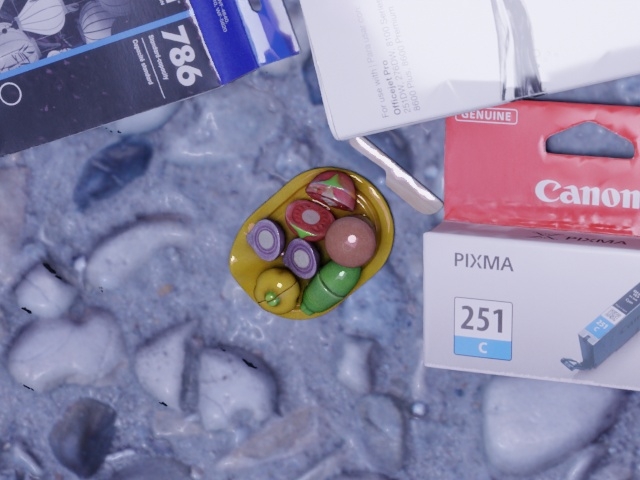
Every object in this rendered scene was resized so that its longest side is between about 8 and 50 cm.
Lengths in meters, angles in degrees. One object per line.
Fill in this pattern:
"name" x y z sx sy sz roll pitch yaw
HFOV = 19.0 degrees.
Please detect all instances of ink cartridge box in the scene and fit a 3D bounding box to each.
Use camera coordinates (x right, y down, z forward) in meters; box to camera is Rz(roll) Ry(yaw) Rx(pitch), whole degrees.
"ink cartridge box" 0.202 -0.230 1.653 0.395 0.285 0.166 -12 103 16
"ink cartridge box" -0.201 -0.204 1.877 0.333 0.065 0.165 -18 102 17
"ink cartridge box" 0.245 0.004 1.805 0.296 0.066 0.261 5 104 20

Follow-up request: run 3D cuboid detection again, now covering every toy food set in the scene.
"toy food set" 0.000 0.000 1.887 0.218 0.071 0.128 -42 94 21
